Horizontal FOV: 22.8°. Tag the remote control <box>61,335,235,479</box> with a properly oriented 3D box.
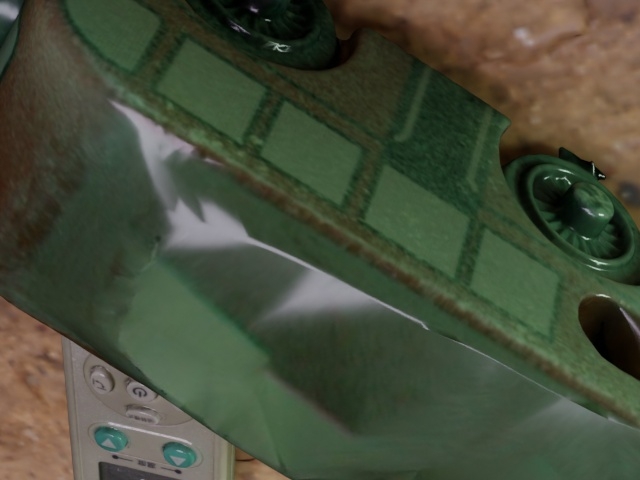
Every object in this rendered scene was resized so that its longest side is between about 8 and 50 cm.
[{"bbox_3d":[-0.077,0.076,0.735,0.078,0.042,0.221,11,138,6],"label":"remote control"}]

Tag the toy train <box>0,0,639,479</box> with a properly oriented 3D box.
[{"bbox_3d":[0.000,0.000,0.597,0.326,0.159,0.129,32,126,-9],"label":"toy train"}]
